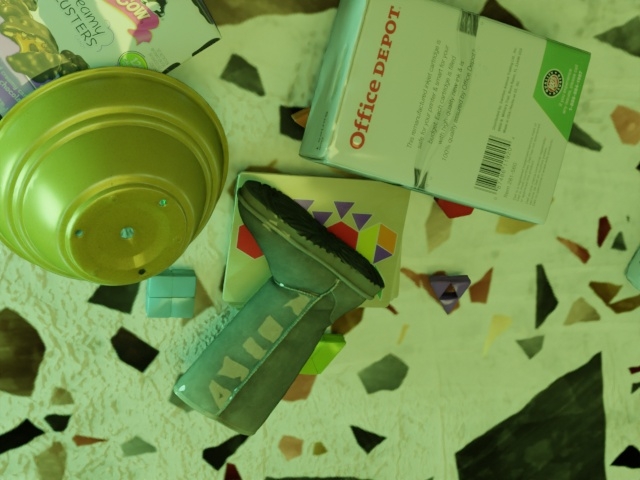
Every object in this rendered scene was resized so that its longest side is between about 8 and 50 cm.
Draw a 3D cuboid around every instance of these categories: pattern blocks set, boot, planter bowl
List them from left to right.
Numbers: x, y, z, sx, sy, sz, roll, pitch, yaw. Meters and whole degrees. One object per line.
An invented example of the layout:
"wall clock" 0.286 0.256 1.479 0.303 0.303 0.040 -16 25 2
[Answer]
"planter bowl" -0.169 -0.029 0.993 0.217 0.090 0.217 -13 132 -14
"boot" -0.065 0.068 1.112 0.208 0.076 0.189 -43 115 16
"pattern blocks set" 0.000 0.000 1.142 0.324 0.026 0.286 11 112 -18

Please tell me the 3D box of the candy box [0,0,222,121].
"candy box" -0.207 -0.190 0.976 0.196 0.070 0.165 -32 119 3

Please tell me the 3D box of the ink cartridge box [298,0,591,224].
"ink cartridge box" 0.108 -0.119 1.053 0.219 0.092 0.160 15 91 -19

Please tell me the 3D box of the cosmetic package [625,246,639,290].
"cosmetic package" 0.480 -0.065 1.124 0.156 0.217 0.385 16 109 -20
